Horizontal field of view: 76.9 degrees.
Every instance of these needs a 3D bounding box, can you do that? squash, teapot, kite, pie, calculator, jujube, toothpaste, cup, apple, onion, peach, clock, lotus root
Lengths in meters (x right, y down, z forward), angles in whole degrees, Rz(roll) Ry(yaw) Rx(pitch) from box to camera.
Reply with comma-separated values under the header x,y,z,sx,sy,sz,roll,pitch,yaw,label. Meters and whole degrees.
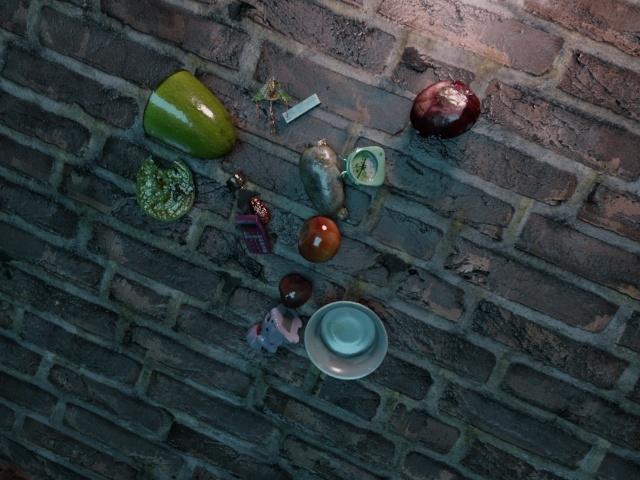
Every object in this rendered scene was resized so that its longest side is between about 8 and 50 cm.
x,y,z,sx,sy,sz,roll,pitch,yaw,label
-0.481,-0.458,1.595,0.309,0.310,0.310,34,103,-1,squash
-0.361,-0.244,1.732,0.121,0.076,0.068,-31,105,39,teapot
-0.206,-0.558,1.662,0.198,0.006,0.244,2,91,17,kite
-0.689,-0.228,1.782,0.303,0.067,0.302,1,100,6,pie
-0.288,-0.025,1.745,0.127,0.034,0.190,0,121,31,calculator
-0.265,-0.126,1.738,0.077,0.077,0.129,-26,92,12,jujube
-0.077,-0.542,1.653,0.164,0.034,0.046,-29,96,12,toothpaste
0.113,0.402,1.737,0.348,0.163,0.346,1,101,7,cup
0.000,0.000,1.661,0.162,0.201,0.201,20,104,-21,apple
0.467,-0.471,1.511,0.252,0.252,0.219,-11,144,15,onion
-0.120,0.223,1.746,0.152,0.152,0.152,1,101,8,peach
-0.226,0.412,1.795,0.254,0.189,0.188,-36,94,25,clock
0.158,-0.295,1.601,0.211,0.066,0.159,-2,98,-26,clock
0.013,-0.233,1.630,0.175,0.175,0.349,-17,98,11,lotus root
